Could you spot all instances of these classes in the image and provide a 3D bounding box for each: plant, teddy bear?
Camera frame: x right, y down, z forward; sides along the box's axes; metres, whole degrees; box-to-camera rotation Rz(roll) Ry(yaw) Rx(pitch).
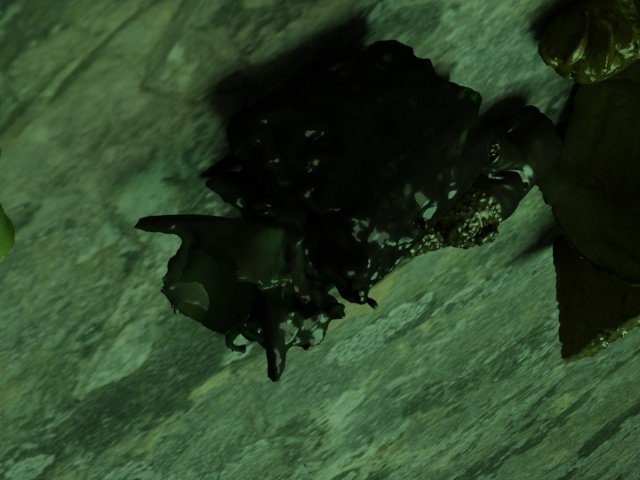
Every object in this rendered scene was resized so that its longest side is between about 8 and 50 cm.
[{"bbox_3d":[-0.001,-0.022,0.935,0.203,0.142,0.131,-34,173,-19],"label":"plant"},{"bbox_3d":[0.113,-0.033,1.154,0.160,0.078,0.119,-36,153,-1],"label":"teddy bear"}]

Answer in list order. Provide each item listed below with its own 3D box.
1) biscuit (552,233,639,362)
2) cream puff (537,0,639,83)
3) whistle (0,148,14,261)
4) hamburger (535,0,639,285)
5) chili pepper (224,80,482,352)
[{"bbox_3d":[0.283,0.005,1.356,0.026,0.131,0.237,16,145,-27],"label":"biscuit"},{"bbox_3d":[0.189,-0.142,1.093,0.083,0.083,0.058,-15,105,-22],"label":"cream puff"},{"bbox_3d":[-0.188,-0.032,0.750,0.104,0.057,0.198,-33,156,-8],"label":"whistle"},{"bbox_3d":[0.289,-0.062,1.189,0.132,0.211,0.309,-19,153,-27],"label":"hamburger"},{"bbox_3d":[0.000,0.000,1.074,0.279,0.065,0.122,-42,177,26],"label":"chili pepper"}]
